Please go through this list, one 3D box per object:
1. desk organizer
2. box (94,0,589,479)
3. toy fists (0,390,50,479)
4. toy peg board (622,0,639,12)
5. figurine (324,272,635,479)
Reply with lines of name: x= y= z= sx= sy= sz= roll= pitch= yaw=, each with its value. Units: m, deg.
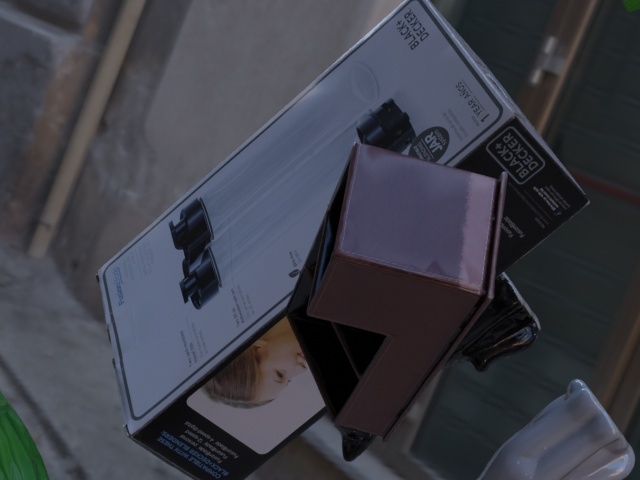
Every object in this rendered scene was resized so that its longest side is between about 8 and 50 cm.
desk organizer: x=0.019 y=0.022 z=0.439 sx=0.050 sy=0.047 sz=0.130 roll=14 pitch=-31 yaw=-5
box: x=0.000 y=0.000 z=0.778 sx=0.087 sy=0.290 sz=0.169 roll=41 pitch=14 yaw=-36
toy fists: x=-0.286 y=0.130 z=0.760 sx=0.279 sy=0.096 sz=0.142 roll=24 pitch=18 yaw=-50
toy peg board: x=0.211 y=-0.240 z=0.799 sx=0.079 sy=0.161 sz=0.161 roll=-15 pitch=-51 yaw=29
figurine: x=0.117 y=0.155 z=1.048 sx=0.215 sy=0.209 sz=0.092 roll=56 pitch=6 yaw=18
